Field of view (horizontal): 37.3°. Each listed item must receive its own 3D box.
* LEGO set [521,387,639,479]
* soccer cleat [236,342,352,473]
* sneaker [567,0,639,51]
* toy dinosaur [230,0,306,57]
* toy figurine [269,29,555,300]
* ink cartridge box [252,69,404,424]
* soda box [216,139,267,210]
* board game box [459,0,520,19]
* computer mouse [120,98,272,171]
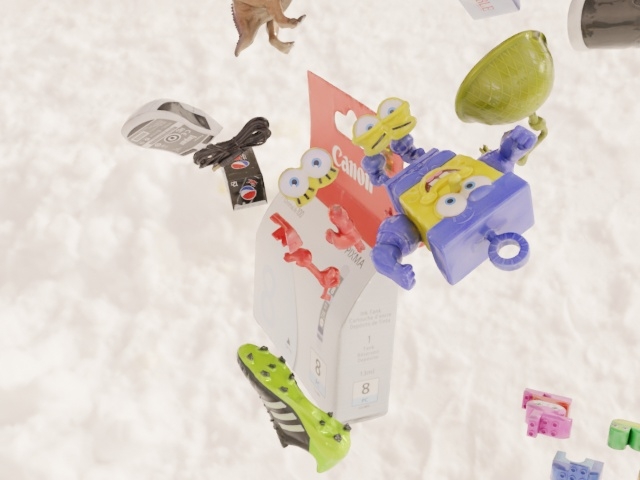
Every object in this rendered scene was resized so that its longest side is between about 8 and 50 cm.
[{"bbox_3d":[0.286,0.220,0.881,0.227,0.087,0.093,11,18,23],"label":"LEGO set"},{"bbox_3d":[-0.041,0.196,1.105,0.179,0.060,0.072,44,121,15],"label":"soccer cleat"},{"bbox_3d":[0.429,-0.297,1.152,0.146,0.105,0.295,12,35,38],"label":"sneaker"},{"bbox_3d":[-0.089,-0.453,1.640,0.200,0.127,0.296,38,89,1],"label":"toy dinosaur"},{"bbox_3d":[0.156,-0.034,0.948,0.362,0.191,0.217,-34,42,-11],"label":"toy figurine"},{"bbox_3d":[0.000,0.000,1.255,0.091,0.385,0.308,-8,26,-21],"label":"ink cartridge box"},{"bbox_3d":[-0.128,-0.109,1.518,0.060,0.053,0.169,-12,28,-6],"label":"soda box"},{"bbox_3d":[0.147,-0.456,1.057,0.065,0.318,0.318,-6,78,25],"label":"board game box"},{"bbox_3d":[-0.151,-0.129,1.090,0.106,0.193,0.042,-26,69,27],"label":"computer mouse"}]
